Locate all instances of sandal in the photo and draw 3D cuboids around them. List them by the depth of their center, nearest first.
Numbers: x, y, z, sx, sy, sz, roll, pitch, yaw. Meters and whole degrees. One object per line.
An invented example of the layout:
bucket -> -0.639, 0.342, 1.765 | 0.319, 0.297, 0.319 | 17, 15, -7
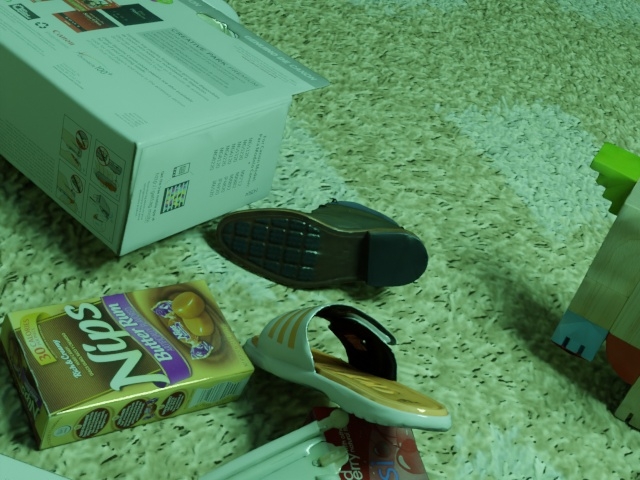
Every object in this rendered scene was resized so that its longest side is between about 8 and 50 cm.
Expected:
sandal -> 0.029, 0.095, 0.805 | 0.102, 0.076, 0.265 | 14, -1, -31

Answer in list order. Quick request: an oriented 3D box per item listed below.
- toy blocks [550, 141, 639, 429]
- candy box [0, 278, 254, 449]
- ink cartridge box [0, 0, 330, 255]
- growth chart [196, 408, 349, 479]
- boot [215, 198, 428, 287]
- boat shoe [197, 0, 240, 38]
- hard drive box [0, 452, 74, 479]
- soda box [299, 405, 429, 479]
toy blocks -> 0.400, 0.106, 0.974 | 0.381, 0.260, 0.191 | 29, 41, 15
candy box -> -0.164, 0.101, 0.814 | 0.187, 0.053, 0.109 | -10, 52, -35
ink cartridge box -> -0.192, -0.154, 0.988 | 0.309, 0.130, 0.272 | 37, 39, 26
growth chart -> -0.034, 0.246, 0.680 | 0.172, 0.021, 0.237 | -22, 48, 6
boot -> 0.000, 0.000, 1.021 | 0.219, 0.082, 0.106 | 10, 14, -4
boat shoe -> -0.242, -0.302, 1.178 | 0.302, 0.109, 0.094 | 23, 41, -8
hard drive box -> -0.200, 0.238, 0.591 | 0.232, 0.089, 0.181 | 20, 39, 3
soda box -> 0.048, 0.257, 0.731 | 0.092, 0.083, 0.263 | 6, 43, -24
